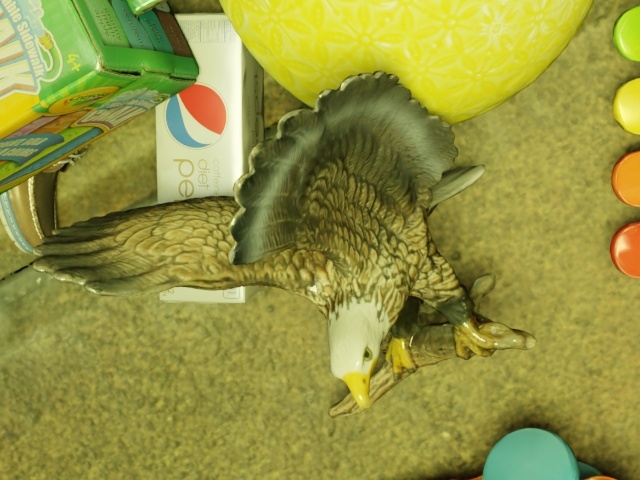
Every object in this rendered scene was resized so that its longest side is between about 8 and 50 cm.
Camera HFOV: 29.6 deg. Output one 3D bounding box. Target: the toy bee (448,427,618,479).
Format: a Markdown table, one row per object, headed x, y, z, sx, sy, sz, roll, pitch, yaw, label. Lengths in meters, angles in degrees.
| x | y | z | sx | sy | sz | roll | pitch | yaw | label |
| --- | --- | --- | --- | --- | --- | --- | --- | --- | --- |
| 0.174 | 0.211 | 0.854 | 0.195 | 0.162 | 0.298 | 20 | 135 | -31 | toy bee |

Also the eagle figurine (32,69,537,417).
| x | y | z | sx | sy | sz | roll | pitch | yaw | label |
| --- | --- | --- | --- | --- | --- | --- | --- | --- | --- |
| 0.003 | 0.006 | 0.792 | 0.298 | 0.225 | 0.226 | 36 | 94 | -32 | eagle figurine |

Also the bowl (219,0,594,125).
| x | y | z | sx | sy | sz | roll | pitch | yaw | label |
| --- | --- | --- | --- | --- | --- | --- | --- | --- | --- |
| 0.083 | -0.218 | 0.765 | 0.289 | 0.156 | 0.289 | 0 | 89 | -23 | bowl |

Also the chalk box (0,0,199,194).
| x | y | z | sx | sy | sz | roll | pitch | yaw | label |
| --- | --- | --- | --- | --- | --- | --- | --- | --- | --- |
| -0.210 | -0.151 | 0.811 | 0.289 | 0.179 | 0.180 | -28 | 88 | 15 | chalk box |

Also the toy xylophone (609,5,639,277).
| x | y | z | sx | sy | sz | roll | pitch | yaw | label |
| --- | --- | --- | --- | --- | --- | --- | --- | --- | --- |
| 0.317 | -0.105 | 0.843 | 0.236 | 0.081 | 0.322 | -6 | 96 | -2 | toy xylophone |

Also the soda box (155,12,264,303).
| x | y | z | sx | sy | sz | roll | pitch | yaw | label |
| --- | --- | --- | --- | --- | --- | --- | --- | --- | --- |
| -0.082 | -0.063 | 0.924 | 0.069 | 0.074 | 0.216 | 2 | 98 | 10 | soda box |

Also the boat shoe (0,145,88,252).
| x | y | z | sx | sy | sz | roll | pitch | yaw | label |
| --- | --- | --- | --- | --- | --- | --- | --- | --- | --- |
| -0.220 | -0.081 | 0.949 | 0.066 | 0.066 | 0.183 | -4 | 97 | 9 | boat shoe |
